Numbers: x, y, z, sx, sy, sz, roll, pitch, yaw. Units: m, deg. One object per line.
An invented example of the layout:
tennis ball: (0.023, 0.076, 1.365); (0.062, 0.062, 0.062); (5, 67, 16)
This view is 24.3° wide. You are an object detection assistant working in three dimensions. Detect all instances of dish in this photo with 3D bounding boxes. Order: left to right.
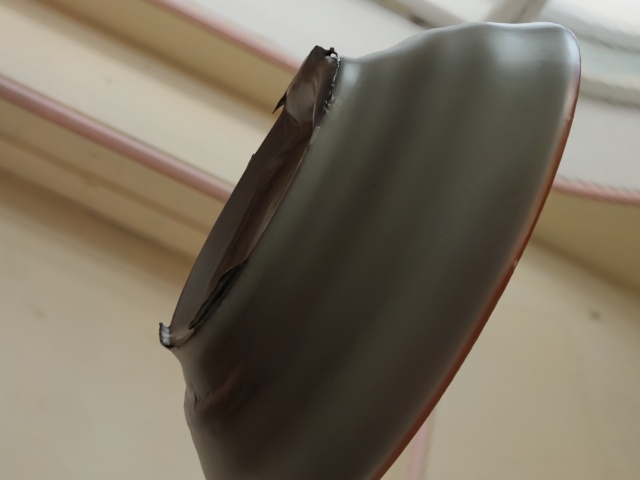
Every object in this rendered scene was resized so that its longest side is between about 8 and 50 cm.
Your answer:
dish: (0.000, 0.000, 0.631); (0.260, 0.085, 0.260); (-56, -169, 17)
